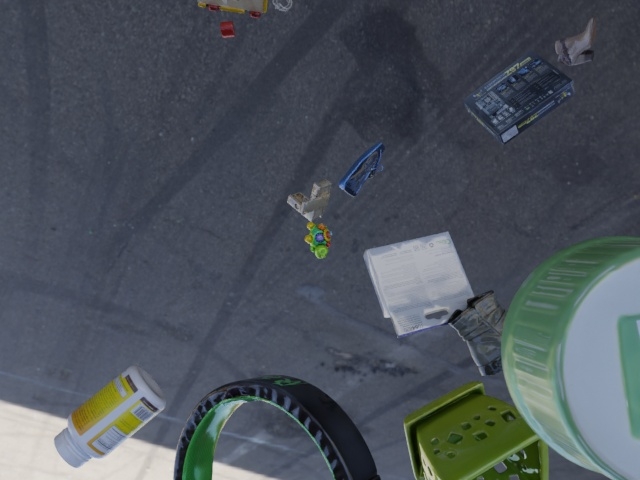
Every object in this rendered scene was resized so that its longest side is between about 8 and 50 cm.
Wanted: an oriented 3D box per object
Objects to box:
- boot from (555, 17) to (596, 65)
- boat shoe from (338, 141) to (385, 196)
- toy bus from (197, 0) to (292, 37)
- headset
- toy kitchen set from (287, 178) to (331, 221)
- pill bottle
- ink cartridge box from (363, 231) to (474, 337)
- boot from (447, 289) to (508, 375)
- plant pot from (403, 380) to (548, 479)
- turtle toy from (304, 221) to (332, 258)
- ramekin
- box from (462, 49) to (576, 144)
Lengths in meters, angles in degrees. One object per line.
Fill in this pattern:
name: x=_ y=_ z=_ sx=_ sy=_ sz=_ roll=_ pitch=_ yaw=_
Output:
boot: x=0.614 y=-0.477 z=1.340 sx=0.087 sy=0.042 sz=0.118 roll=16 pitch=136 yaw=35
boat shoe: x=0.171 y=-0.273 z=2.164 sx=0.089 sy=0.258 sz=0.109 roll=46 pitch=164 yaw=-15
toy bus: x=-0.194 y=-0.601 z=1.324 sx=0.191 sy=0.104 sz=0.202 roll=-31 pitch=118 yaw=19
headset: x=-0.050 y=0.332 z=0.519 sx=0.243 sy=0.394 sz=0.185 roll=-20 pitch=167 yaw=33
toy kitchen set: x=-0.034 y=-0.087 z=1.079 sx=0.075 sy=0.068 sz=0.083 roll=40 pitch=134 yaw=27
pill bottle: x=-0.443 y=0.373 z=1.170 sx=0.215 sy=0.117 sz=0.117 roll=-39 pitch=142 yaw=-11
ink cartridge box: x=0.238 y=0.104 z=1.308 sx=0.223 sy=0.224 sz=0.045 roll=-11 pitch=157 yaw=-14
boot: x=0.418 y=0.177 z=1.238 sx=0.246 sy=0.161 sz=0.083 roll=-26 pitch=174 yaw=-15
plant pot: x=0.303 y=0.438 z=1.132 sx=0.227 sy=0.207 sz=0.228 roll=-24 pitch=122 yaw=-14
turtle toy: x=0.000 y=0.000 z=1.798 sx=0.066 sy=0.130 sz=0.095 roll=-12 pitch=146 yaw=32
ramekin: x=0.382 y=0.140 z=0.644 sx=0.303 sy=0.303 sz=0.148 roll=4 pitch=176 yaw=3
box: x=0.537 y=-0.392 z=1.514 sx=0.232 sy=0.183 sz=0.059 roll=-36 pitch=140 yaw=8
